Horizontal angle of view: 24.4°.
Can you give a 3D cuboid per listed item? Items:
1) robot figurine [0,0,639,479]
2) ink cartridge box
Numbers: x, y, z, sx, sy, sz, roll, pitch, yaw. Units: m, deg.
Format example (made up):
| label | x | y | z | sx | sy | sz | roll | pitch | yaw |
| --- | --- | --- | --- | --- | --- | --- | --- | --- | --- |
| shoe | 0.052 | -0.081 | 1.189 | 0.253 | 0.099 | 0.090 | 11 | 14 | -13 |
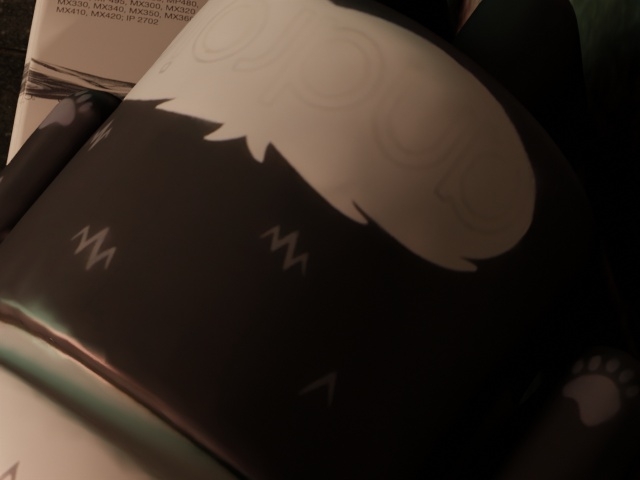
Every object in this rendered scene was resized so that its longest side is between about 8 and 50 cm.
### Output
| label | x | y | z | sx | sy | sz | roll | pitch | yaw |
| --- | --- | --- | --- | --- | --- | --- | --- | --- | --- |
| robot figurine | -0.017 | 0.027 | 0.501 | 0.278 | 0.173 | 0.209 | -53 | 23 | -17 |
| ink cartridge box | -0.104 | -0.012 | 0.747 | 0.172 | 0.100 | 0.237 | 106 | 169 | -57 |
